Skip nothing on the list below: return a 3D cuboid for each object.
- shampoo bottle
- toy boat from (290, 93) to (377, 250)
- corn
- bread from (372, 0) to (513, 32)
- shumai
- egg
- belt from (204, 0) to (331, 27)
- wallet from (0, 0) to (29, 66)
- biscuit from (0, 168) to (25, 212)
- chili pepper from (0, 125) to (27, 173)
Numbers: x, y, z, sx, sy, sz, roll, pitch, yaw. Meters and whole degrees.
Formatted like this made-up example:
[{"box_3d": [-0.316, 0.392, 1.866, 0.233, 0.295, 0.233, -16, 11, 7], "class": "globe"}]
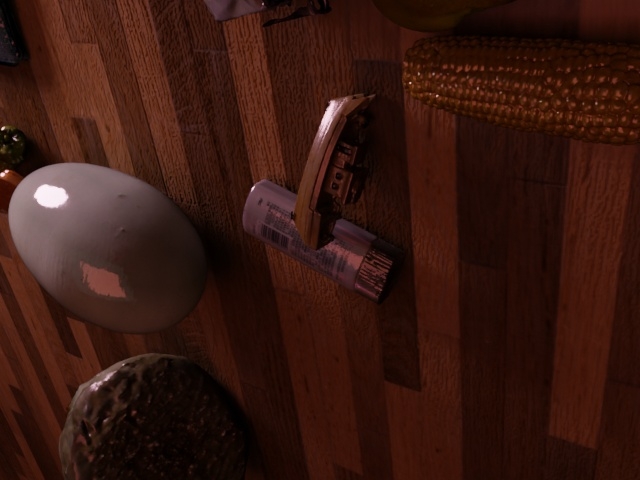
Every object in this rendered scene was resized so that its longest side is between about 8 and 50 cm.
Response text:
[{"box_3d": [0.000, 0.000, 0.923, 0.227, 0.056, 0.086, 28, 127, 19], "class": "shampoo bottle"}, {"box_3d": [0.022, -0.083, 0.825, 0.072, 0.064, 0.206, 30, 118, 21], "class": "toy boat"}, {"box_3d": [0.201, -0.148, 0.644, 0.260, 0.091, 0.091, 17, 132, 33], "class": "corn"}, {"box_3d": [0.084, -0.365, 0.561, 0.166, 0.112, 0.384, 10, 125, 33], "class": "bread"}, {"box_3d": [-0.356, 0.401, 1.334, 0.323, 0.324, 0.397, 0, 115, 54], "class": "shumai"}, {"box_3d": [-0.337, 0.003, 1.060, 0.371, 0.230, 0.230, 32, 134, 24], "class": "egg"}, {"box_3d": [-0.053, -0.282, 0.684, 0.230, 0.139, 0.126, 24, 143, 61], "class": "belt"}, {"box_3d": [-0.571, -0.462, 1.039, 0.190, 0.046, 0.379, 19, 130, 28], "class": "wallet"}, {"box_3d": [-0.606, -0.091, 1.306, 0.250, 0.036, 0.165, 2, 148, 37], "class": "biscuit"}, {"box_3d": [-0.570, -0.167, 1.231, 0.072, 0.073, 0.204, 43, 151, -21], "class": "chili pepper"}]
